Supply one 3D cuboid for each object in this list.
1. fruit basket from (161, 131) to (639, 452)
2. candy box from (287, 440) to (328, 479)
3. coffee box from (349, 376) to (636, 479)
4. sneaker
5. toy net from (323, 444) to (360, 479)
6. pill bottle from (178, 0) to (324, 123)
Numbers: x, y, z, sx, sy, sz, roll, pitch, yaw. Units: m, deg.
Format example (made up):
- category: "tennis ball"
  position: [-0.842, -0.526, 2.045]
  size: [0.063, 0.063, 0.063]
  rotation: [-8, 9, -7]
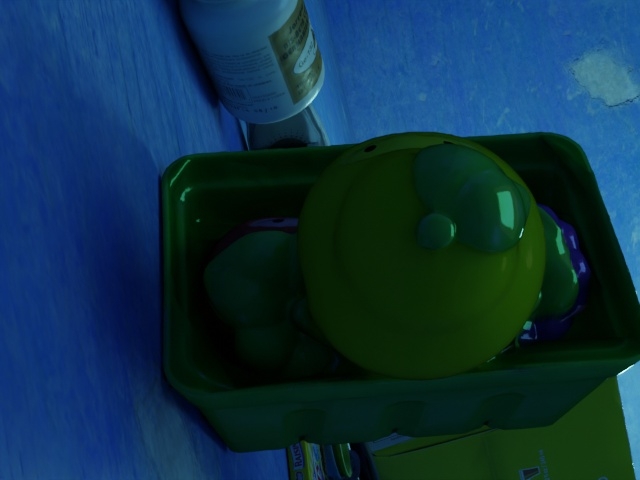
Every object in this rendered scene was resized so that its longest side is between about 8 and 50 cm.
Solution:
- category: "fruit basket"
  position: [0.059, 0.009, 0.802]
  size: [0.392, 0.392, 0.283]
  rotation: [69, 10, -50]
- category: "candy box"
  position: [-0.009, 0.282, 1.159]
  size: [0.105, 0.027, 0.206]
  rotation: [63, 15, -52]
- category: "coffee box"
  position: [0.227, 0.302, 1.501]
  size: [0.334, 0.338, 0.338]
  rotation: [-121, -166, -67]
- category: "sneaker"
  position: [-0.029, -0.052, 1.289]
  size: [0.178, 0.123, 0.296]
  rotation: [-124, -160, -81]
- category: "toy net"
  position: [0.028, 0.301, 1.354]
  size: [0.232, 0.045, 0.122]
  rotation: [51, 26, -76]
- category: "pill bottle"
  position: [-0.081, -0.244, 1.143]
  size: [0.229, 0.131, 0.131]
  rotation: [67, 12, -56]
